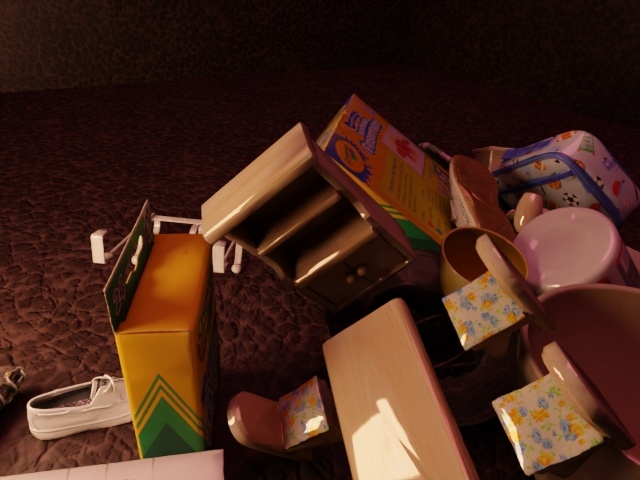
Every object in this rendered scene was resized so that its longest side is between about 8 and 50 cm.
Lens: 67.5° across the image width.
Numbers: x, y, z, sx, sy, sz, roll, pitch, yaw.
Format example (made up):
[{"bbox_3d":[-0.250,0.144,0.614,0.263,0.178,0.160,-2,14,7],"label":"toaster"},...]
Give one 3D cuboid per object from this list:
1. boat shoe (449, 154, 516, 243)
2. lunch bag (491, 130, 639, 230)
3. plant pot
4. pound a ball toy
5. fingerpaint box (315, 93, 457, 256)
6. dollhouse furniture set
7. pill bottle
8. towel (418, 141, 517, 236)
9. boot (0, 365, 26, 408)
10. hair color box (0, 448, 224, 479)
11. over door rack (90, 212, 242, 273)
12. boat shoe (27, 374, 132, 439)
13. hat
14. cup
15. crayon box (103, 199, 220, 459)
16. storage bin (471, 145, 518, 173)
[{"bbox_3d":[0.296,-0.060,0.947,0.098,0.096,0.277,10,46,-10],"label":"boat shoe"},{"bbox_3d":[0.520,-0.116,1.069,0.115,0.243,0.303,-46,6,-11],"label":"lunch bag"},{"bbox_3d":[0.243,0.058,0.758,0.134,0.095,0.134,6,45,-6],"label":"plant pot"},{"bbox_3d":[0.486,0.034,0.949,0.319,0.136,0.208,24,1,-1],"label":"pound a ball toy"},{"bbox_3d":[0.139,-0.101,1.066,0.371,0.163,0.445,37,30,-11],"label":"fingerpaint box"},{"bbox_3d":[0.030,0.099,0.529,0.256,0.362,0.394,37,26,-39],"label":"dollhouse furniture set"},{"bbox_3d":[0.451,0.088,0.809,0.161,0.283,0.161,-30,36,25],"label":"pill bottle"},{"bbox_3d":[0.409,-0.148,1.321,0.248,0.038,0.325,38,14,-32],"label":"towel"},{"bbox_3d":[-0.461,0.250,0.620,0.262,0.091,0.229,4,31,4],"label":"boot"},{"bbox_3d":[-0.263,0.318,0.446,0.347,0.105,0.174,0,50,-17],"label":"hair color box"},{"bbox_3d":[-0.287,0.018,0.991,0.239,0.108,0.324,4,10,-1],"label":"over door rack"},{"bbox_3d":[-0.323,0.229,0.699,0.184,0.063,0.066,-7,32,-18],"label":"boat shoe"},{"bbox_3d":[0.161,0.171,0.794,0.331,0.134,0.331,3,45,-3],"label":"hat"},{"bbox_3d":[0.389,0.244,0.591,0.330,0.237,0.331,3,30,-2],"label":"cup"},{"bbox_3d":[-0.184,0.135,0.619,0.083,0.323,0.203,-1,31,-6],"label":"crayon box"},{"bbox_3d":[0.588,-0.196,1.392,0.260,0.123,0.262,6,9,6],"label":"storage bin"}]
